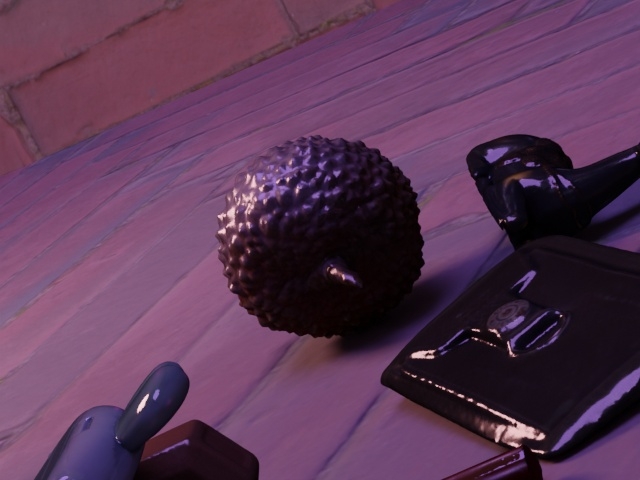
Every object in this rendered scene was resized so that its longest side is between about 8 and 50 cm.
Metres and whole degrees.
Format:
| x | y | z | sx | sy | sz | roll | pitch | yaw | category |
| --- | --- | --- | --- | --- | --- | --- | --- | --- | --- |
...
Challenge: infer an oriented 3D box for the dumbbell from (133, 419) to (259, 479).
| x | y | z | sx | sy | sz | roll | pitch | yaw | category |
| --- | --- | --- | --- | --- | --- | --- | --- | --- | --- |
| -0.084 | 0.179 | 1.013 | 0.082 | 0.092 | 0.231 | -53 | 6 | 14 | dumbbell |

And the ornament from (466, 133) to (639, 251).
| x | y | z | sx | sy | sz | roll | pitch | yaw | category |
| --- | --- | --- | --- | --- | --- | --- | --- | --- | --- |
| 0.237 | -0.075 | 1.378 | 0.236 | 0.080 | 0.202 | -29 | 15 | 6 | ornament |

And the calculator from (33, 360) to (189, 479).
| x | y | z | sx | sy | sz | roll | pitch | yaw | category |
| --- | --- | --- | --- | --- | --- | --- | --- | --- | --- |
| -0.167 | 0.184 | 0.999 | 0.299 | 0.041 | 0.185 | -54 | 6 | 10 | calculator |

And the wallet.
| x | y | z | sx | sy | sz | roll | pitch | yaw | category |
| --- | --- | --- | --- | --- | --- | --- | --- | --- | --- |
| 0.144 | 0.060 | 1.104 | 0.168 | 0.052 | 0.245 | -35 | 16 | -14 | wallet |

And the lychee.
| x | y | z | sx | sy | sz | roll | pitch | yaw | category |
| --- | --- | --- | --- | --- | --- | --- | --- | --- | --- |
| 0.000 | 0.000 | 1.379 | 0.165 | 0.165 | 0.197 | -26 | 26 | 10 | lychee |

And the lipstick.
| x | y | z | sx | sy | sz | roll | pitch | yaw | category |
| --- | --- | --- | --- | --- | --- | --- | --- | --- | --- |
| 0.039 | 0.155 | 0.983 | 0.176 | 0.027 | 0.027 | -25 | 13 | 19 | lipstick |
